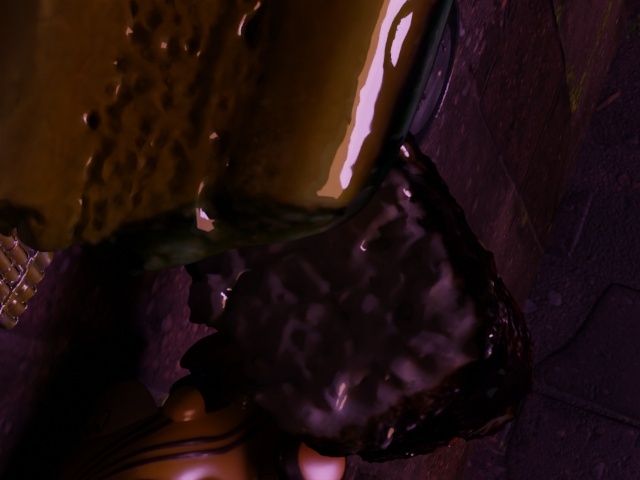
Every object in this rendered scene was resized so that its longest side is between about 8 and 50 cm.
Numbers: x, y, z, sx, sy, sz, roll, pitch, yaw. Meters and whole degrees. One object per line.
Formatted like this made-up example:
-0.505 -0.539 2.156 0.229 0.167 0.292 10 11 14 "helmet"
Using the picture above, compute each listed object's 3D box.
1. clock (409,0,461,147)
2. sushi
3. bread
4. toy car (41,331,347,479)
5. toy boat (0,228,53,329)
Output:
0.095 -0.175 1.452 0.184 0.040 0.184 -55 156 -39 "clock"
0.000 0.000 0.958 0.196 0.343 0.182 -32 155 2 "sushi"
-0.050 -0.176 0.714 0.208 0.251 0.376 -127 -127 -77 "bread"
-0.102 0.156 0.982 0.248 0.200 0.142 -38 99 -43 "toy car"
-0.192 0.004 0.817 0.115 0.016 0.063 73 39 -61 "toy boat"
